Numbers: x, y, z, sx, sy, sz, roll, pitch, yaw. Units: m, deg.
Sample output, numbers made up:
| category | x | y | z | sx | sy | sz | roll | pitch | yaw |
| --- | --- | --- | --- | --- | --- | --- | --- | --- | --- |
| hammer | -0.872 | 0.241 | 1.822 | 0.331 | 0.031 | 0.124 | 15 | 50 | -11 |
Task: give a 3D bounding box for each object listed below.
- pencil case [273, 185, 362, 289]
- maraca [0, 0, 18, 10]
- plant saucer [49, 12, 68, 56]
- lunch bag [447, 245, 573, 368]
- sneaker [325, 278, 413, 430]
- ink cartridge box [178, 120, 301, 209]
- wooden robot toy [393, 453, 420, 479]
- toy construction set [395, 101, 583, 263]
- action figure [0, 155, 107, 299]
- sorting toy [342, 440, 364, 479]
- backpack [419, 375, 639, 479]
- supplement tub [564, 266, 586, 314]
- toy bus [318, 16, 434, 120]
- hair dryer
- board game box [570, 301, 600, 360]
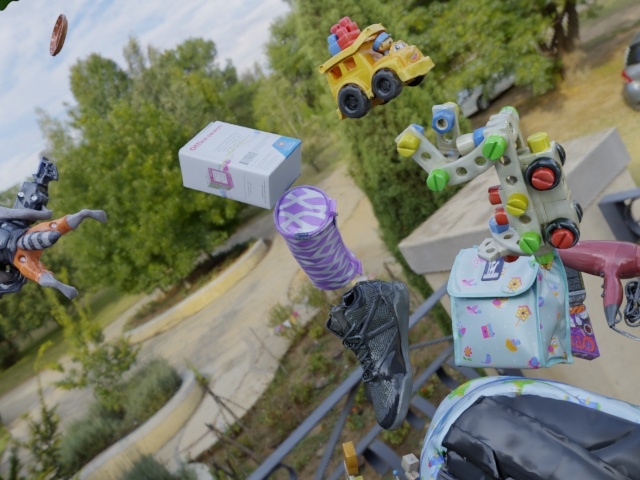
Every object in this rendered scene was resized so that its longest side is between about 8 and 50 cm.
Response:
| category | x | y | z | sx | sy | sz | roll | pitch | yaw |
| --- | --- | --- | --- | --- | --- | --- | --- | --- | --- |
| pencil case | 0.000 | 0.000 | 0.873 | 0.088 | 0.086 | 0.206 | -11 | -27 | 8 |
| maraca | -0.516 | -0.462 | 1.015 | 0.186 | 0.099 | 0.127 | -50 | -6 | 26 |
| plant saucer | -0.506 | -0.397 | 1.185 | 0.013 | 0.083 | 0.083 | 11 | -20 | -37 |
| lunch bag | 0.394 | 0.133 | 1.290 | 0.160 | 0.262 | 0.223 | 1 | -7 | -41 |
| sneaker | 0.068 | 0.166 | 0.916 | 0.130 | 0.227 | 0.087 | 8 | -20 | -21 |
| ink cartridge box | -0.096 | -0.094 | 0.741 | 0.122 | 0.052 | 0.088 | 17 | 41 | 17 |
| wooden robot toy | 0.198 | 0.573 | 1.375 | 0.079 | 0.076 | 0.173 | 37 | 110 | 52 |
| toy construction set | 0.274 | -0.068 | 0.940 | 0.215 | 0.328 | 0.151 | -10 | 44 | 34 |
| action figure | -0.643 | -0.039 | 1.328 | 0.330 | 0.341 | 0.178 | 6 | -12 | 15 |
| sorting toy | 0.090 | 0.520 | 1.138 | 0.041 | 0.307 | 0.229 | -13 | 41 | -7 |
| backpack | 0.282 | 0.294 | 0.673 | 0.273 | 0.355 | 0.290 | -116 | 46 | -87 |
| supplement tub | 0.629 | 0.101 | 1.614 | 0.117 | 0.190 | 0.117 | -10 | -8 | -1 |
| toy bus | 0.107 | -0.399 | 1.345 | 0.220 | 0.211 | 0.149 | -20 | 11 | 45 |
| hair dryer | 0.576 | 0.068 | 1.198 | 0.223 | 0.080 | 0.293 | -16 | 32 | -28 |
| board game box | 0.655 | 0.223 | 1.796 | 0.056 | 0.347 | 0.208 | -45 | 37 | 51 |
